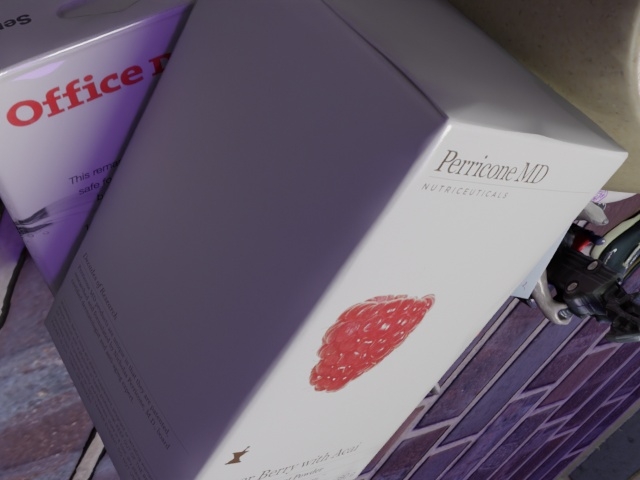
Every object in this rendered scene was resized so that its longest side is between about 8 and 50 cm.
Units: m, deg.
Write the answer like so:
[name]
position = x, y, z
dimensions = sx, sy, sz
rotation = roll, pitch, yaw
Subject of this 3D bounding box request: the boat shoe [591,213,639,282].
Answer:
[boat shoe]
position = 0.583, -0.027, 1.332
dimensions = 0.255, 0.079, 0.095
rotation = -35, 149, -2

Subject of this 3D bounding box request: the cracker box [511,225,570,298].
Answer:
[cracker box]
position = 0.112, -0.036, 0.743
dimensions = 0.232, 0.067, 0.155
rotation = 12, 137, -2

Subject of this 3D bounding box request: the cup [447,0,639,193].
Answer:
[cup]
position = 0.228, -0.160, 0.507
dimensions = 0.331, 0.237, 0.331
rotation = -2, 118, -4

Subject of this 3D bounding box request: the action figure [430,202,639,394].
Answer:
[action figure]
position = 0.210, 0.021, 0.881
dimensions = 0.330, 0.341, 0.178
rotation = -36, 114, -13

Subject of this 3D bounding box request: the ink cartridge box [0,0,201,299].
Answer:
[ink cartridge box]
position = -0.122, -0.068, 0.537
dimensions = 0.198, 0.114, 0.272
rotation = -26, 148, -18

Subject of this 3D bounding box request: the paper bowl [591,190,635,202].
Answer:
[paper bowl]
position = 0.325, -0.187, 0.793
dimensions = 0.284, 0.148, 0.284
rotation = -25, 147, -18

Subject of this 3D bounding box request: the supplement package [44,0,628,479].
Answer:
[supplement package]
position = -0.008, 0.004, 0.465
dimensions = 0.178, 0.175, 0.293
rotation = 0, 132, -46
